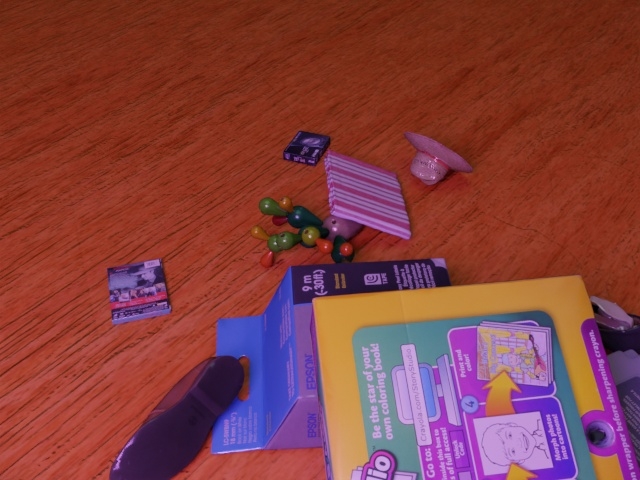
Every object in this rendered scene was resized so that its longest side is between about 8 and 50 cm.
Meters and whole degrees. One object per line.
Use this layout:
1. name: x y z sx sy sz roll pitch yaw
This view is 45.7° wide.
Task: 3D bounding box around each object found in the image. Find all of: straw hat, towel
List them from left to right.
1. towel: 0.076 -0.077 1.292 0.144 0.029 0.197 17 34 -16
2. straw hat: 0.196 -0.134 1.365 0.144 0.144 0.061 30 87 32

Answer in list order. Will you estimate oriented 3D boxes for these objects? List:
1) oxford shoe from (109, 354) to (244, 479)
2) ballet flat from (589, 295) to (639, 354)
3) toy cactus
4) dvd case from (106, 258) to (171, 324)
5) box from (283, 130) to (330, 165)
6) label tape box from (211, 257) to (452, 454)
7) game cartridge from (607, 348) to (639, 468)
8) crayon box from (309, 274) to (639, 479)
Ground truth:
1. oxford shoe: -0.185 0.231 0.954 0.212 0.076 0.076 -45 20 -31
2. ballet flat: 0.366 0.100 1.084 0.203 0.074 0.074 22 45 25
3. toy cactus: 0.000 0.000 1.207 0.219 0.112 0.180 29 30 34
4. dvd case: -0.281 0.076 1.167 0.087 0.013 0.119 -11 42 -12
5. box: -0.026 -0.178 1.459 0.067 0.018 0.083 14 42 17
6. label tape box: 0.021 0.146 1.008 0.333 0.106 0.241 -3 40 -3
7. game cartridge: 0.398 0.266 0.902 0.195 0.060 0.294 -15 42 -21
8. crayon box: 0.162 0.231 0.810 0.312 0.106 0.363 -5 64 -4
